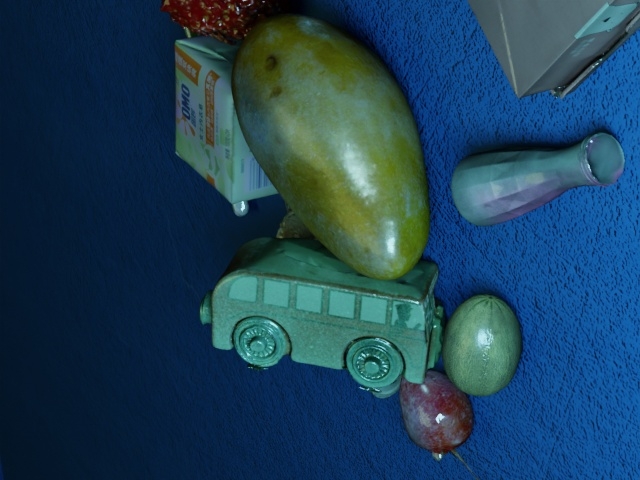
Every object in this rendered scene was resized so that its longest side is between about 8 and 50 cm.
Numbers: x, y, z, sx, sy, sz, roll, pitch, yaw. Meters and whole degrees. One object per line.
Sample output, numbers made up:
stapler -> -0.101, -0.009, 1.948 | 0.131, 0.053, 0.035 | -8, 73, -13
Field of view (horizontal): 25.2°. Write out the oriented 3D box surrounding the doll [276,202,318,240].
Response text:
doll -> -0.004, 0.004, 1.988 | 0.105, 0.115, 0.221 | -55, 47, 12

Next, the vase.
vase -> 0.239, -0.071, 1.570 | 0.214, 0.086, 0.086 | -14, 93, 57

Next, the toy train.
toy train -> 0.002, 0.087, 1.845 | 0.326, 0.129, 0.159 | 9, 115, 11

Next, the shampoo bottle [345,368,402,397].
shampoo bottle -> 0.038, 0.149, 2.040 | 0.204, 0.065, 0.065 | 38, 136, 46

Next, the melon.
melon -> 0.194, 0.127, 1.726 | 0.098, 0.098, 0.131 | 39, 137, 46

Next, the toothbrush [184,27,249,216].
toothbrush -> -0.174, -0.240, 2.232 | 0.040, 0.042, 0.418 | -72, -34, -85

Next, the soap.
soap -> -0.115, -0.182, 2.061 | 0.182, 0.138, 0.199 | 43, 140, 44

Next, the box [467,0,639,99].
box -> 0.236, -0.280, 1.453 | 0.215, 0.086, 0.215 | 65, 151, 14

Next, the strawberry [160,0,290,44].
strawberry -> -0.127, -0.357, 1.977 | 0.201, 0.184, 0.187 | 34, 135, 8

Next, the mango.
mango -> 0.023, -0.119, 1.789 | 0.384, 0.199, 0.221 | 60, 149, 21

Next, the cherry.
cherry -> 0.171, 0.263, 1.857 | 0.225, 0.090, 0.107 | 61, 151, 1
